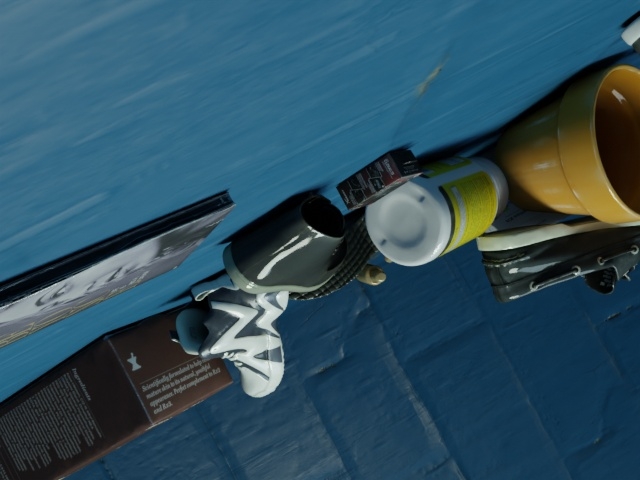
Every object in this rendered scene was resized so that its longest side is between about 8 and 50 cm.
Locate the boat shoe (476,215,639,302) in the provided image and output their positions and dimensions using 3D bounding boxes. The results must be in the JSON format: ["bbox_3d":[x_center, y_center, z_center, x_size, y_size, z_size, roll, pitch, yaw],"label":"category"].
[{"bbox_3d":[0.382,0.024,1.276,0.340,0.113,0.127,-8,-177,-24],"label":"boat shoe"}]

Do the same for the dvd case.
[{"bbox_3d":[-0.187,0.034,0.727,0.221,0.018,0.164,-25,173,-31],"label":"dvd case"}]

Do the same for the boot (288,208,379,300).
[{"bbox_3d":[0.019,0.027,1.325,0.246,0.083,0.161,-32,177,-24],"label":"boot"}]

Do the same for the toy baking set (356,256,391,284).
[{"bbox_3d":[0.124,-0.008,1.392,0.197,0.030,0.256,-48,-173,-10],"label":"toy baking set"}]

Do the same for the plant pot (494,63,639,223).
[{"bbox_3d":[0.350,-0.116,1.230,0.205,0.205,0.188,-24,-172,-40],"label":"plant pot"}]

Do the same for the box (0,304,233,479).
[{"bbox_3d":[-0.333,0.246,1.299,0.381,0.143,0.191,-34,172,30],"label":"box"}]

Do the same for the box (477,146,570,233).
[{"bbox_3d":[0.292,-0.076,1.391,0.145,0.186,0.038,-28,130,-8],"label":"box"}]

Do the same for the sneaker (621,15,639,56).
[{"bbox_3d":[0.460,-0.215,1.028,0.296,0.147,0.104,-25,172,-42],"label":"sneaker"}]

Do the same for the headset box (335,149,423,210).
[{"bbox_3d":[0.068,-0.069,0.987,0.083,0.032,0.062,-30,174,28],"label":"headset box"}]

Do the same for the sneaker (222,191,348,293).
[{"bbox_3d":[0.000,0.000,1.004,0.118,0.083,0.222,-32,172,28],"label":"sneaker"}]

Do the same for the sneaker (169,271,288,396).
[{"bbox_3d":[-0.130,0.133,1.210,0.153,0.094,0.235,-13,138,-24],"label":"sneaker"}]

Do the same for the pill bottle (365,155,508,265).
[{"bbox_3d":[0.161,-0.047,1.190,0.119,0.119,0.208,-33,172,38],"label":"pill bottle"}]
